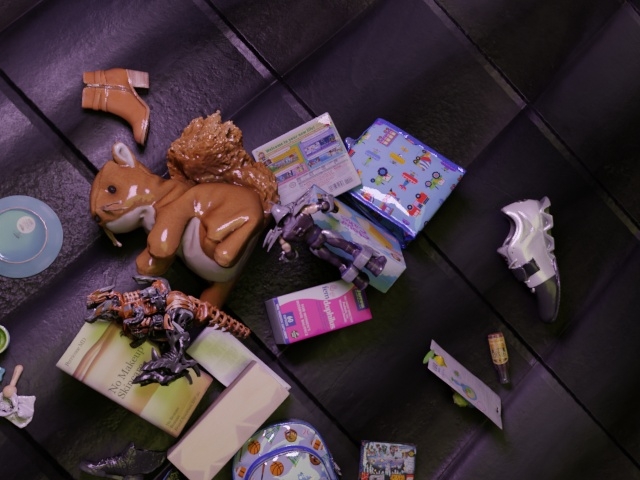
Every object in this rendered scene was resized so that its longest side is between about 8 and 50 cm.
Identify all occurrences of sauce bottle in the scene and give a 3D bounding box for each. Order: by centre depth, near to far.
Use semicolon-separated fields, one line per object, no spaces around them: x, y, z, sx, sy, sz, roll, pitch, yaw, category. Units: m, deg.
0.463;0.301;1.756;0.042;0.042;0.128;-11;83;-16;sauce bottle

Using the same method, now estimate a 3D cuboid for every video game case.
-0.034;-0.179;1.672;0.212;0.023;0.193;-26;89;8;video game case

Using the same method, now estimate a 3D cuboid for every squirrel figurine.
-0.304;-0.094;1.543;0.370;0.281;0.397;28;61;2;squirrel figurine

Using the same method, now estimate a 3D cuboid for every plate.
-0.675;-0.010;1.524;0.188;0.024;0.188;2;81;-13;plate

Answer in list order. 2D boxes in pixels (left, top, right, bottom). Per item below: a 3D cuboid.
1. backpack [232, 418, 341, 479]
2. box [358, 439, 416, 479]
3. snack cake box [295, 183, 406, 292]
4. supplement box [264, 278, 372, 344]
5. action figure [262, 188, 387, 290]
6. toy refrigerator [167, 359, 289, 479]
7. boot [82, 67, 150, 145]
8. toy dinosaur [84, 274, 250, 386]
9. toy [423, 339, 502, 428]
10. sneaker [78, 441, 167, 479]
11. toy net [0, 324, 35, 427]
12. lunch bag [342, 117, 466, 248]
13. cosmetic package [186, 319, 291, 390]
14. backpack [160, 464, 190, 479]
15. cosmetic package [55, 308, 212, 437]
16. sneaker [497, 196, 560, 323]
-0.078;0.532;1.507;0.276;0.213;0.263;-18;76;-13;backpack
0.163;0.535;1.651;0.137;0.027;0.094;7;81;-13;box
0.067;-0.006;1.618;0.264;0.152;0.089;33;109;-17;snack cake box
-0.006;0.164;1.622;0.220;0.114;0.111;-15;86;-18;supplement box
0.000;0.000;1.484;0.285;0.099;0.185;35;118;-13;action figure
-0.201;0.394;1.487;0.102;0.094;0.269;45;77;-4;toy refrigerator
-0.478;-0.310;1.598;0.152;0.073;0.197;-2;70;-16;boot
-0.311;0.175;1.398;0.322;0.164;0.218;-1;66;1;toy dinosaur
0.346;0.365;1.695;0.237;0.137;0.056;43;114;-6;toy
-0.431;0.480;1.498;0.170;0.051;0.089;22;77;-15;sneaker
-0.694;0.299;1.459;0.122;0.045;0.232;-23;88;-17;toy net
0.174;-0.162;1.721;0.293;0.138;0.221;39;77;4;lunch bag
-0.191;0.296;1.580;0.239;0.060;0.099;43;78;-5;cosmetic package
-0.308;0.562;1.496;0.114;0.084;0.105;38;72;-3;backpack
-0.401;0.286;1.493;0.296;0.129;0.153;32;76;-7;cosmetic package
0.539;0.058;1.788;0.146;0.122;0.330;-7;84;3;sneaker
